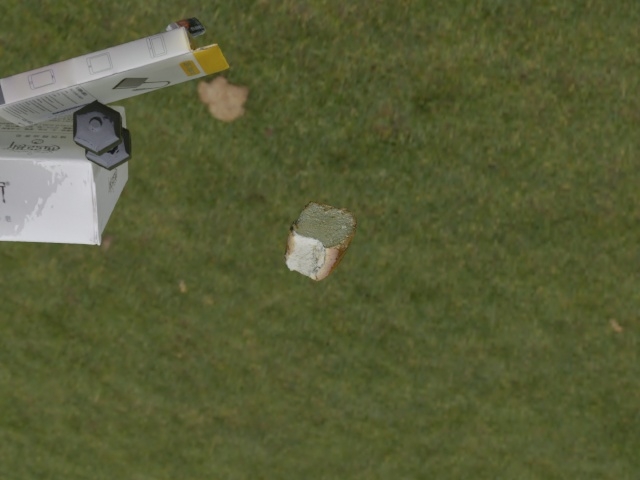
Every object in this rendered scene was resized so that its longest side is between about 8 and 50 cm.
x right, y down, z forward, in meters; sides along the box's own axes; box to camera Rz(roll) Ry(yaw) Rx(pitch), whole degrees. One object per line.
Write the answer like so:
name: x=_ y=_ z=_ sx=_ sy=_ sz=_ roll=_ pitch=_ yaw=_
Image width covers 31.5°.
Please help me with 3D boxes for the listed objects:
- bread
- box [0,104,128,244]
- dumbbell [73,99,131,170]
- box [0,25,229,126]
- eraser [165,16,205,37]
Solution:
bread: x=0.002 y=0.002 z=1.441 sx=0.076 sy=0.083 sz=0.070 roll=21 pitch=138 yaw=14
box: x=-0.393 y=-0.090 z=1.411 sx=0.274 sy=0.203 sz=0.116 roll=2 pitch=115 yaw=0
dumbbell: x=-0.165 y=-0.079 z=0.862 sx=0.040 sy=0.036 sz=0.083 roll=28 pitch=172 yaw=1
box: x=-0.225 y=-0.176 z=1.212 sx=0.247 sy=0.033 sz=0.129 roll=-16 pitch=177 yaw=0
eraser: x=-0.187 y=-0.296 z=1.583 sx=0.019 sy=0.099 sz=0.027 roll=-41 pitch=90 yaw=27
